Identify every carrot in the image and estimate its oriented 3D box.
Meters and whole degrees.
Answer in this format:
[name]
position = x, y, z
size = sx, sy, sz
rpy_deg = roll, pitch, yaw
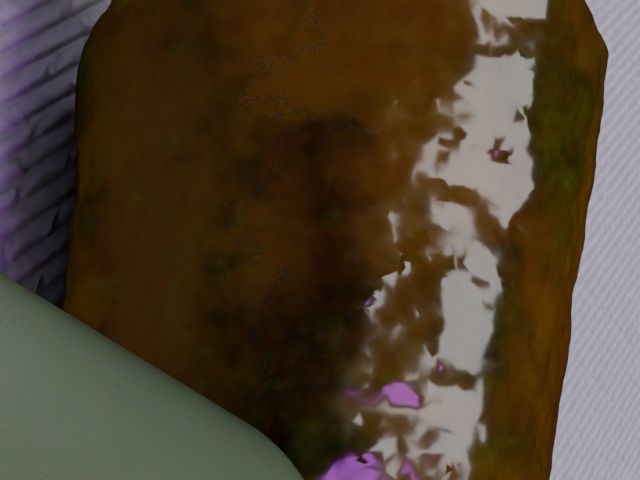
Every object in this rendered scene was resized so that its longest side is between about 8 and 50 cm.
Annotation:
[carrot]
position = 0.000, 0.000, 0.815
size = 0.241, 0.242, 0.340
rpy_deg = 25, 71, -61

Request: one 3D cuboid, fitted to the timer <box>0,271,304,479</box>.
[timer]
position = -0.198, 0.074, 0.435
size = 0.315, 0.291, 0.290
rpy_deg = 46, 45, -26
